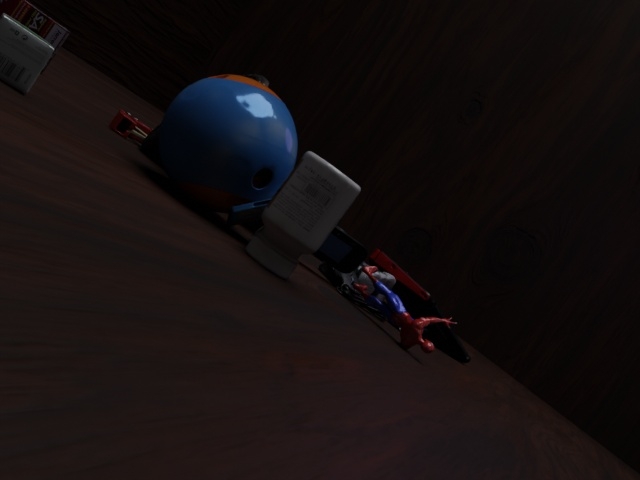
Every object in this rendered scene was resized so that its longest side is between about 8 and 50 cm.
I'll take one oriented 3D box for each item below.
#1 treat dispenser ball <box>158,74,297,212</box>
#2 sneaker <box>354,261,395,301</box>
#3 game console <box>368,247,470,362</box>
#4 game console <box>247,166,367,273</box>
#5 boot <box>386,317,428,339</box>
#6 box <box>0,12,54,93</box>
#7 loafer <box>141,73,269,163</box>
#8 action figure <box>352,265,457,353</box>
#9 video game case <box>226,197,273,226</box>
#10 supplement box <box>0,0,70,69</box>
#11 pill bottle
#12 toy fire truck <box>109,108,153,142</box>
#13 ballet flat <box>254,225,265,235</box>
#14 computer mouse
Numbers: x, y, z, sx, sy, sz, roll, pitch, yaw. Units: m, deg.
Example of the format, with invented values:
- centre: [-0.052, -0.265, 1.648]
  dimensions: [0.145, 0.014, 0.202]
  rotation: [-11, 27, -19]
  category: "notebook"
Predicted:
- centre: [-0.191, -0.201, 1.441]
  dimensions: [0.288, 0.288, 0.288]
  rotation: [36, 3, -2]
  category: "treat dispenser ball"
- centre: [0.126, 0.103, 2.062]
  dimensions: [0.153, 0.101, 0.268]
  rotation: [37, 3, 24]
  category: "sneaker"
- centre: [0.324, 0.208, 2.248]
  dimensions: [0.342, 0.060, 0.386]
  rotation: [39, -10, 50]
  category: "game console"
- centre: [-0.034, -0.046, 1.720]
  dimensions: [0.361, 0.213, 0.044]
  rotation: [34, 42, -15]
  category: "game console"
- centre: [0.240, 0.235, 1.902]
  dimensions: [0.099, 0.045, 0.121]
  rotation: [35, 3, 27]
  category: "boot"
- centre: [-0.556, -0.340, 1.250]
  dimensions: [0.101, 0.102, 0.087]
  rotation: [33, 3, -32]
  category: "box"
- centre: [-0.258, -0.277, 1.657]
  dimensions: [0.130, 0.366, 0.133]
  rotation: [54, 30, -25]
  category: "loafer"
- centre: [0.209, 0.175, 1.656]
  dimensions: [0.139, 0.091, 0.280]
  rotation: [8, 29, -36]
  category: "action figure"
- centre: [-0.108, -0.065, 1.430]
  dimensions: [0.119, 0.166, 0.015]
  rotation: [136, -59, -72]
  category: "video game case"
- centre: [-0.759, -0.537, 1.692]
  dimensions: [0.239, 0.130, 0.073]
  rotation: [34, 3, -20]
  category: "supplement box"
- centre: [-0.039, -0.046, 1.328]
  dimensions: [0.131, 0.229, 0.131]
  rotation: [36, 4, -3]
  category: "pill bottle"
- centre: [-0.466, -0.276, 1.758]
  dimensions: [0.135, 0.047, 0.192]
  rotation: [40, 4, 42]
  category: "toy fire truck"
- centre: [-0.083, -0.018, 1.554]
  dimensions: [0.108, 0.106, 0.316]
  rotation: [36, 4, -6]
  category: "ballet flat"
- centre: [0.101, 0.125, 1.856]
  dimensions: [0.184, 0.060, 0.262]
  rotation: [34, 4, -19]
  category: "computer mouse"
